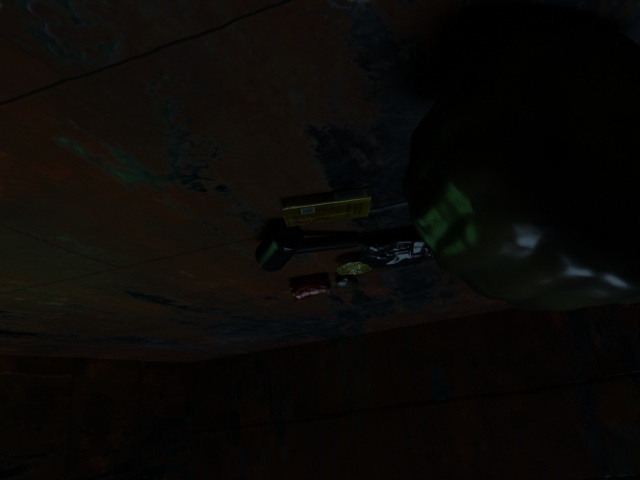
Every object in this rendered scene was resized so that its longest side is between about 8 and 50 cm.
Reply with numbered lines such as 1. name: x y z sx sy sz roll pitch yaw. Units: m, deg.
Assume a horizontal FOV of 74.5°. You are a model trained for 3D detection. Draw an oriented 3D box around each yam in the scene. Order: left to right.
1. yam: 0.080 0.122 1.259 0.043 0.043 0.094 -17 160 24

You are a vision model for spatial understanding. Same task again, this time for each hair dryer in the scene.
1. hair dryer: 0.000 0.000 0.880 0.256 0.069 0.128 -7 161 -24

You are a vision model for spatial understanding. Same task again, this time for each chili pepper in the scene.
1. chili pepper: -0.030 0.138 1.226 0.123 0.073 0.070 -10 118 -1

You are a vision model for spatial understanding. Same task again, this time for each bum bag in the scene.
1. bum bag: 0.243 0.014 0.981 0.310 0.074 0.137 -10 157 0

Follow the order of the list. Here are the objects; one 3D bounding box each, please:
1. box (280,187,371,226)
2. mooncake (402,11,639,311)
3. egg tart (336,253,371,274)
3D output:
1. box: 0.011 -0.058 0.757 0.157 0.022 0.089 -8 159 1
2. mooncake: 0.233 -0.067 0.431 0.291 0.290 0.161 -3 162 -15
3. egg tart: 0.087 0.062 1.097 0.105 0.039 0.105 -7 160 -3
